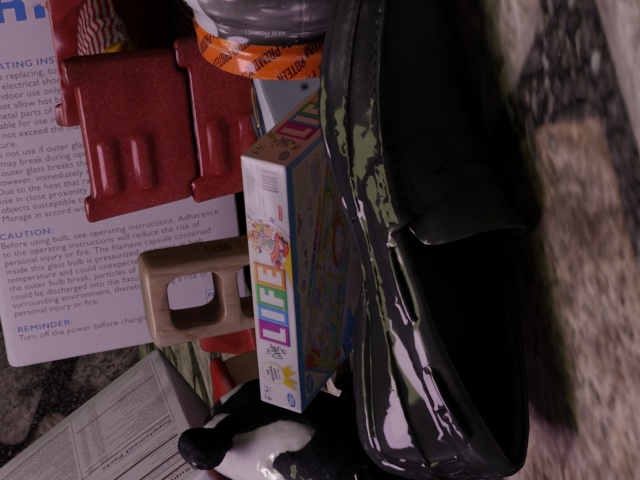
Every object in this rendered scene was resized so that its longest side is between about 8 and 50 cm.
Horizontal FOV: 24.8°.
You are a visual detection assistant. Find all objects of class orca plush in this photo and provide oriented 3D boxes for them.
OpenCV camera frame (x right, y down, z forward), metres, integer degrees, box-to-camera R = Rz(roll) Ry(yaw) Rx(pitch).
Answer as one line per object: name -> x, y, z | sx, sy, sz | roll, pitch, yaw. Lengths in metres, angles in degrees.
orca plush -> 0.006, 0.103, 0.821 | 0.287, 0.151, 0.102 | 167, 123, -81

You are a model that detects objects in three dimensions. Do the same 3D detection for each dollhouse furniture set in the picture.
dollhouse furniture set -> -0.102, -0.001, 1.100 | 0.201, 0.152, 0.374 | -124, 26, -63

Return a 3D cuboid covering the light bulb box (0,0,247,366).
light bulb box -> -0.218, -0.140, 1.346 | 0.358, 0.225, 0.361 | -119, 21, -60

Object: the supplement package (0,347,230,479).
supplement package -> -0.138, 0.264, 1.239 | 0.199, 0.198, 0.263 | 53, 179, -22

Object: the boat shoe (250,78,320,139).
boat shoe -> -0.016, -0.098, 0.818 | 0.083, 0.065, 0.183 | -118, 20, -52

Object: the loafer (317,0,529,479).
loafer -> 0.050, -0.011, 0.599 | 0.078, 0.076, 0.223 | -5, 91, 48

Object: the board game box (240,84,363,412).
board game box -> 0.000, 0.000, 0.774 | 0.103, 0.026, 0.154 | -46, -37, -46

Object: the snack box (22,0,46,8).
snack box -> -0.139, -0.230, 1.032 | 0.022, 0.178, 0.064 | 49, -160, -57

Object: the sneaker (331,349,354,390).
sneaker -> -0.004, 0.051, 0.954 | 0.040, 0.043, 0.109 | 102, 153, -57

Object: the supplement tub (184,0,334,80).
supplement tub -> -0.017, -0.174, 0.633 | 0.117, 0.117, 0.190 | -118, 22, -56
